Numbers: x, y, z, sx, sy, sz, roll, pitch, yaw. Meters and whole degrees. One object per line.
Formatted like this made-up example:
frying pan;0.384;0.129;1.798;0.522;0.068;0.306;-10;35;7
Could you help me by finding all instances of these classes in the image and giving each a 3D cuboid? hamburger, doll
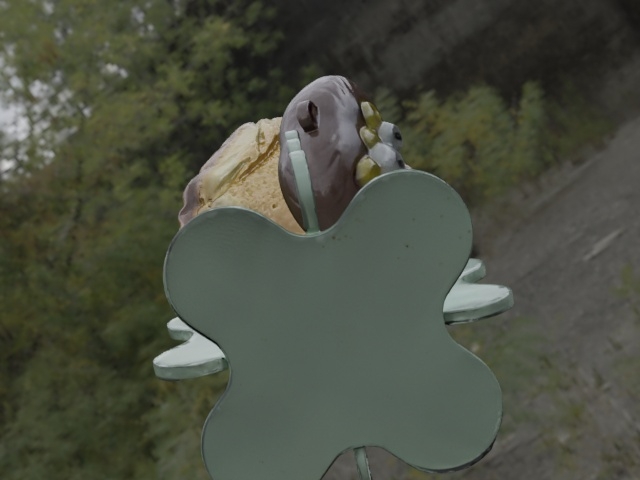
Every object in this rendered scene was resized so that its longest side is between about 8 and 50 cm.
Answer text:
hamburger;0.001;0.005;1.280;0.304;0.284;0.174;-53;-20;-53
doll;0.033;-0.055;0.962;0.096;0.145;0.188;-14;-14;28

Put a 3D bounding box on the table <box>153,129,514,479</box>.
table;0.003;0.028;0.619;0.166;0.166;0.198;-36;9;3
